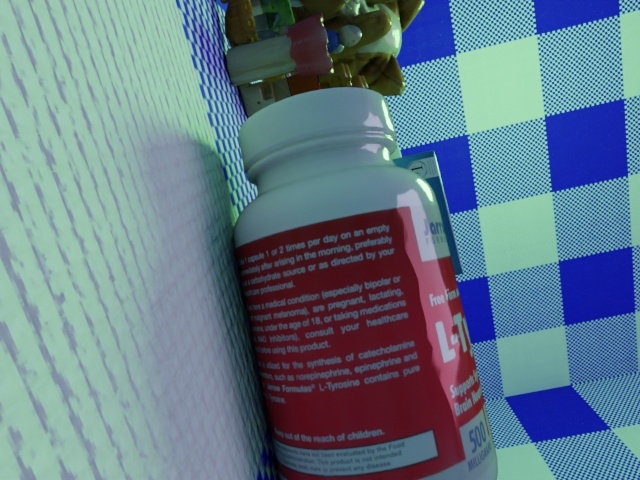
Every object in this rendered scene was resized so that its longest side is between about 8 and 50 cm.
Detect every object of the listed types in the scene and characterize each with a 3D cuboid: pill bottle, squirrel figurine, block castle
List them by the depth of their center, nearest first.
[{"bbox_3d":[0.033,0.064,0.491,0.229,0.228,0.408,34,44,-84],"label":"pill bottle"},{"bbox_3d":[-0.038,-0.357,0.860,0.453,0.212,0.303,53,25,-81],"label":"block castle"},{"bbox_3d":[0.021,-0.587,1.163,0.370,0.396,0.281,16,92,-48],"label":"squirrel figurine"}]

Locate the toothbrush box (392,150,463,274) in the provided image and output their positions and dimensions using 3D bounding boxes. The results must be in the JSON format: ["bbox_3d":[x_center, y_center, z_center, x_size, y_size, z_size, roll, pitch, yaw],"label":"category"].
[{"bbox_3d":[0.074,-0.012,0.803,0.126,0.295,0.217,56,22,-82],"label":"toothbrush box"}]

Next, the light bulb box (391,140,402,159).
[{"bbox_3d":[0.143,-0.140,1.677,0.361,0.357,0.225,69,12,-58],"label":"light bulb box"}]

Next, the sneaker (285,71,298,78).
[{"bbox_3d":[-0.100,-0.508,1.277,0.272,0.100,0.108,-97,168,-51],"label":"sneaker"}]
